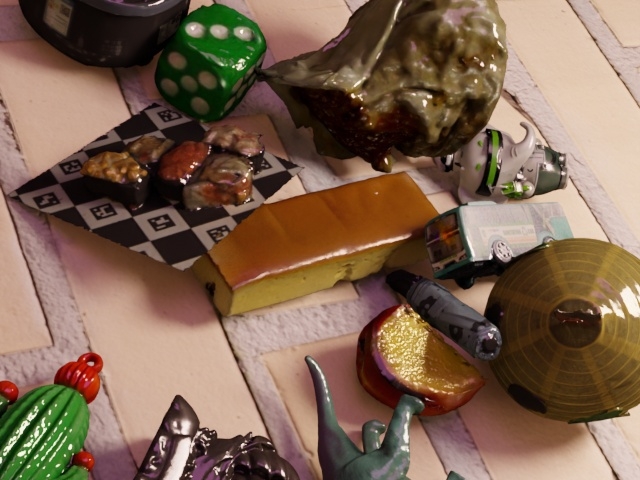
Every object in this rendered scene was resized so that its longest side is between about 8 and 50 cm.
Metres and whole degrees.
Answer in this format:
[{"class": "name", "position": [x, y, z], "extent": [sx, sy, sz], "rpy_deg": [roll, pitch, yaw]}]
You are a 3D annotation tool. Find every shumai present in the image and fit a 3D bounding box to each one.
[{"class": "shumai", "position": [0.078, -0.253, 1.899], "extent": [0.288, 0.330, 0.292], "rpy_deg": [5, 73, -30]}]

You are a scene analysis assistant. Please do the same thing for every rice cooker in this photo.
[{"class": "rice cooker", "position": [-0.306, -0.385, 1.938], "extent": [0.267, 0.224, 0.267], "rpy_deg": [11, 46, -11]}]

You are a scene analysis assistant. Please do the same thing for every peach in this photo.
[{"class": "peach", "position": [0.122, 0.165, 1.711], "extent": [0.172, 0.092, 0.127], "rpy_deg": [24, 53, -11]}]

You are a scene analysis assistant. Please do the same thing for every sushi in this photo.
[{"class": "sushi", "position": [-0.215, -0.103, 1.786], "extent": [0.292, 0.059, 0.294], "rpy_deg": [23, 44, 25]}]

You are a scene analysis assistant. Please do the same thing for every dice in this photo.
[{"class": "dice", "position": [-0.158, -0.259, 1.948], "extent": [0.120, 0.131, 0.128], "rpy_deg": [32, 46, 5]}]

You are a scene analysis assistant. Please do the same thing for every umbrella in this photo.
[{"class": "umbrella", "position": [0.161, 0.092, 1.743], "extent": [0.052, 0.053, 0.250], "rpy_deg": [-45, 30, -5]}]

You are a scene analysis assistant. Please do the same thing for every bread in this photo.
[{"class": "bread", "position": [0.000, 0.000, 1.807], "extent": [0.361, 0.077, 0.138], "rpy_deg": [-15, 46, -30]}]

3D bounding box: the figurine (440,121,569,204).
[{"class": "figurine", "position": [0.275, -0.114, 1.992], "extent": [0.192, 0.126, 0.147], "rpy_deg": [5, 67, -1]}]

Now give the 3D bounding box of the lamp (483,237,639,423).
[{"class": "lamp", "position": [0.330, 0.115, 1.700], "extent": [0.250, 0.284, 0.250], "rpy_deg": [-1, 82, 9]}]

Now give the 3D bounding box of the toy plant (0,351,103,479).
[{"class": "toy plant", "position": [-0.329, 0.218, 1.503], "extent": [0.154, 0.088, 0.240], "rpy_deg": [-2, 43, -3]}]

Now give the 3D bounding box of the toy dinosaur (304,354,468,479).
[{"class": "toy dinosaur", "position": [0.058, 0.352, 1.533], "extent": [0.383, 0.129, 0.331], "rpy_deg": [32, 56, 10]}]

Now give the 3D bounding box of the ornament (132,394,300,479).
[{"class": "ornament", "position": [-0.099, 0.329, 1.492], "extent": [0.260, 0.106, 0.251], "rpy_deg": [26, 49, -5]}]

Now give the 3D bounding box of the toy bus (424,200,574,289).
[{"class": "toy bus", "position": [0.252, 0.003, 1.851], "extent": [0.261, 0.091, 0.109], "rpy_deg": [-2, 70, -47]}]
